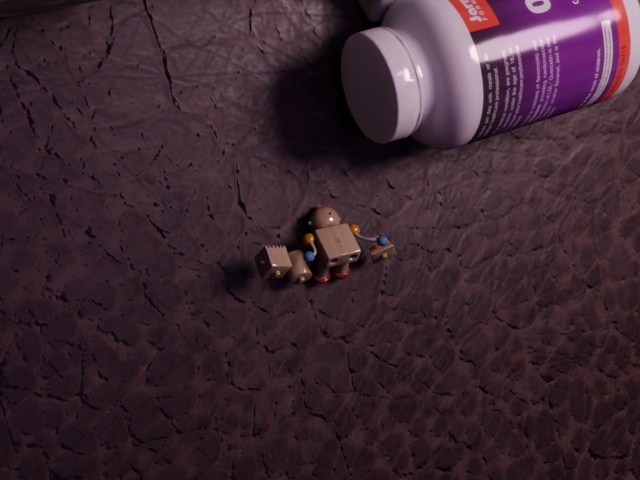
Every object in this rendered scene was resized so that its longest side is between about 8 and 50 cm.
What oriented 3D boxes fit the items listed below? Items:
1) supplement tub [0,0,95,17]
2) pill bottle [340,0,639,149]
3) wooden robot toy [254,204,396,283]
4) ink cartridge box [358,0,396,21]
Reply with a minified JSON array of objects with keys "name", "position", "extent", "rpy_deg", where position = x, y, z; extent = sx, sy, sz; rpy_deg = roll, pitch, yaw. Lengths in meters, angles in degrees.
[{"name":"supplement tub","position":[-0.270,-0.382,1.010],"extent":[0.235,0.235,0.324],"rpy_deg":[-15,100,-23]},{"name":"pill bottle","position":[0.193,-0.212,1.259],"extent":[0.323,0.181,0.181],"rpy_deg":[-19,101,-22]},{"name":"wooden robot toy","position":[0.000,0.000,1.265],"extent":[0.173,0.076,0.079],"rpy_deg":[-11,63,-23]},{"name":"ink cartridge box","position":[0.168,-0.348,1.226],"extent":[0.224,0.223,0.045],"rpy_deg":[-18,68,-22]}]
